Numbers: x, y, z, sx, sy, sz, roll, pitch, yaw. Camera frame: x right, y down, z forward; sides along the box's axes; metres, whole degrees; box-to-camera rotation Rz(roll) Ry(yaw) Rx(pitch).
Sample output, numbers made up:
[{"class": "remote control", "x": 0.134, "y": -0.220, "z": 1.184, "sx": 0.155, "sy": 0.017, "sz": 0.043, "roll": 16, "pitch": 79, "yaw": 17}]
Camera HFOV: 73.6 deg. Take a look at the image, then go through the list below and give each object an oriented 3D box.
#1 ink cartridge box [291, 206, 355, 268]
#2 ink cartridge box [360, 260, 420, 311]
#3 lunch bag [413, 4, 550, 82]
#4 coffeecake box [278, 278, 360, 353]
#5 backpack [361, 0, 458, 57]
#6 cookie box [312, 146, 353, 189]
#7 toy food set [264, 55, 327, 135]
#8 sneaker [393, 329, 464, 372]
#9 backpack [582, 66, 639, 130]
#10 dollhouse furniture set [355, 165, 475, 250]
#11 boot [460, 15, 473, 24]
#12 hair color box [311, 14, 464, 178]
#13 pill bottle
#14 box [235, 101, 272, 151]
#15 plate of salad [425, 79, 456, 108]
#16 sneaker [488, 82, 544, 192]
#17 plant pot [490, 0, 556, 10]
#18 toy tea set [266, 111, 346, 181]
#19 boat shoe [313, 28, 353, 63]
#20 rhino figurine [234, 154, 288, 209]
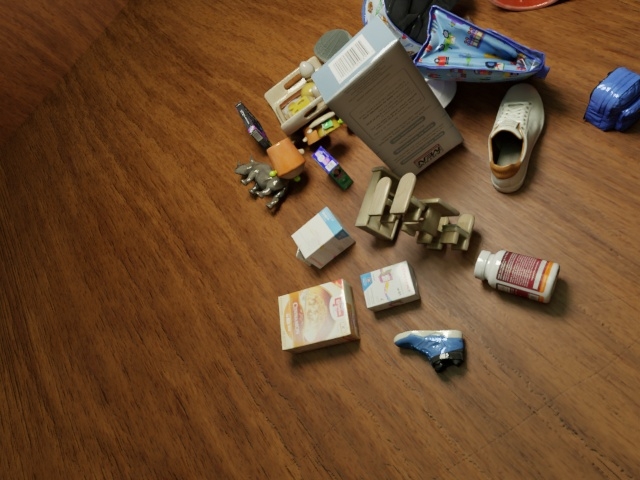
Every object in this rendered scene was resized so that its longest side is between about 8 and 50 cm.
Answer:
[{"class": "ink cartridge box", "x": 0.000, "y": 0.000, "z": 1.145, "sx": 0.143, "sy": 0.092, "sz": 0.090, "roll": -38, "pitch": 56, "yaw": 8}, {"class": "ink cartridge box", "x": 0.168, "y": 0.111, "z": 1.033, "sx": 0.122, "sy": 0.052, "sz": 0.088, "roll": -20, "pitch": 61, "yaw": 18}, {"class": "lunch bag", "x": 0.392, "y": -0.431, "z": 1.023, "sx": 0.293, "sy": 0.221, "sz": 0.138, "roll": 21, "pitch": 109, "yaw": 12}, {"class": "coffeecake box", "x": -0.006, "y": 0.194, "z": 1.080, "sx": 0.186, "sy": 0.068, "sz": 0.142, "roll": -18, "pitch": 61, "yaw": 20}, {"class": "backpack", "x": 0.236, "y": -0.659, "z": 1.204, "sx": 0.213, "sy": 0.277, "sz": 0.263, "roll": -20, "pitch": 49, "yaw": 62}, {"class": "cookie box", "x": 0.035, "y": -0.202, "z": 1.204, "sx": 0.040, "sy": 0.107, "sz": 0.092, "roll": -44, "pitch": 56, "yaw": 7}, {"class": "toy food set", "x": -0.060, "y": -0.461, "z": 1.329, "sx": 0.220, "sy": 0.092, "sz": 0.306, "roll": -35, "pitch": 37, "yaw": 8}, {"class": "sneaker", "x": 0.236, "y": 0.245, "z": 0.936, "sx": 0.152, "sy": 0.058, "sz": 0.084, "roll": -6, "pitch": 58, "yaw": 19}, {"class": "backpack", "x": 0.643, "y": -0.305, "z": 0.918, "sx": 0.098, "sy": 0.120, "sz": 0.101, "roll": -46, "pitch": 56, "yaw": 2}, {"class": "dollhouse furniture set", "x": 0.213, "y": -0.091, "z": 1.006, "sx": 0.242, "sy": 0.212, "sz": 0.161, "roll": 1, "pitch": 69, "yaw": 57}, {"class": "boot", "x": 0.396, "y": -0.576, "z": 1.219, "sx": 0.106, "sy": 0.037, "sz": 0.114, "roll": -22, "pitch": 65, "yaw": 21}, {"class": "hair color box", "x": 0.170, "y": -0.304, "z": 0.998, "sx": 0.185, "sy": 0.374, "sz": 0.113, "roll": -36, "pitch": 51, "yaw": 20}, {"class": "pill bottle", "x": 0.411, "y": 0.070, "z": 0.901, "sx": 0.152, "sy": 0.086, "sz": 0.086, "roll": 17, "pitch": 78, "yaw": 32}, {"class": "box", "x": -0.215, "y": -0.370, "z": 1.403, "sx": 0.029, "sy": 0.116, "sz": 0.162, "roll": -36, "pitch": 57, "yaw": 8}, {"class": "plate of salad", "x": 0.280, "y": -0.400, "z": 1.196, "sx": 0.200, "sy": 0.048, "sz": 0.199, "roll": -14, "pitch": 52, "yaw": 20}, {"class": "sneaker", "x": 0.459, "y": -0.266, "z": 1.000, "sx": 0.106, "sy": 0.123, "sz": 0.290, "roll": 4, "pitch": 70, "yaw": 31}, {"class": "plant pot", "x": 0.561, "y": -0.805, "z": 1.108, "sx": 0.272, "sy": 0.272, "sz": 0.265, "roll": 6, "pitch": 64, "yaw": 30}, {"class": "toy tea set", "x": -0.006, "y": -0.283, "z": 1.260, "sx": 0.336, "sy": 0.200, "sz": 0.124, "roll": -26, "pitch": 103, "yaw": 17}, {"class": "boat shoe", "x": 0.096, "y": -0.569, "z": 1.343, "sx": 0.320, "sy": 0.103, "sz": 0.118, "roll": 38, "pitch": 90, "yaw": 38}, {"class": "rhino figurine", "x": -0.191, "y": -0.196, "z": 1.342, "sx": 0.106, "sy": 0.073, "sz": 0.243, "roll": -43, "pitch": 53, "yaw": -11}]
